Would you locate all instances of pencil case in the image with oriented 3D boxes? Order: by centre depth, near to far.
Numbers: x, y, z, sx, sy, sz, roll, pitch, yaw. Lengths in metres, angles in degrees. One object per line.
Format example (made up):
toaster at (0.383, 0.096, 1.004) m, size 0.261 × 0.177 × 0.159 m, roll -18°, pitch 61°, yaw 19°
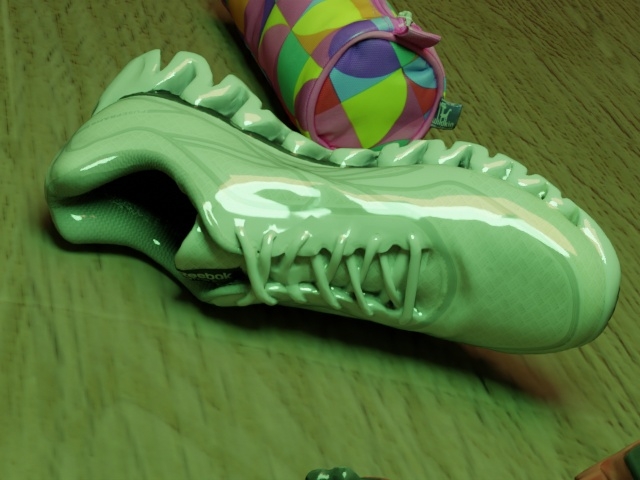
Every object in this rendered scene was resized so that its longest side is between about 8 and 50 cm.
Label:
pencil case at (0.005, -0.137, 1.178) m, size 0.104 × 0.104 × 0.236 m, roll 6°, pitch 27°, yaw -25°

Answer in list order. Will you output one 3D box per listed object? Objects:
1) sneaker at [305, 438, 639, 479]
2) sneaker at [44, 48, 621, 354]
sneaker at (0.062, 0.142, 0.644) m, size 0.276 × 0.135 × 0.097 m, roll -9°, pitch 42°, yaw -5°
sneaker at (0.000, 0.000, 0.899) m, size 0.292 × 0.110 × 0.118 m, roll 17°, pitch 31°, yaw 17°
